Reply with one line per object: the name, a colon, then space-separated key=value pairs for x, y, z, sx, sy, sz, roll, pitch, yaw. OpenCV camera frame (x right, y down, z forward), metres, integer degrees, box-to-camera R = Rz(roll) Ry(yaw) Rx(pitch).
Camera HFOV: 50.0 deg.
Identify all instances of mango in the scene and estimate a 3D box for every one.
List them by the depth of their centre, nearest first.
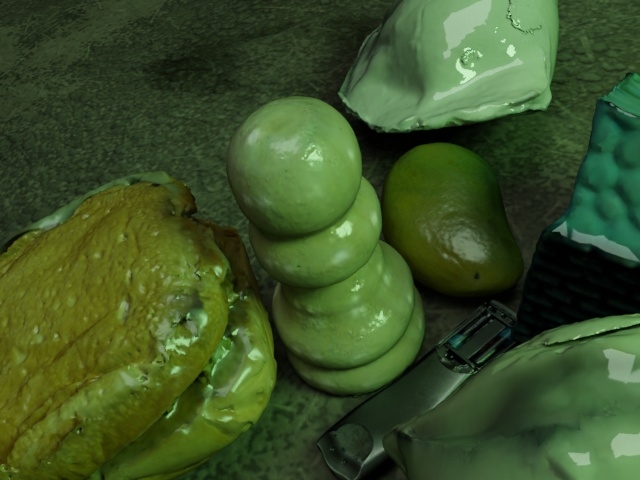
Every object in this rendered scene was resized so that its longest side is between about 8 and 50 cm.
mango: x=0.120 y=-0.023 z=0.671 sx=0.122 sy=0.085 sz=0.191 roll=-9 pitch=44 yaw=5

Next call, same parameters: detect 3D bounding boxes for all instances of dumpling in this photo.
dumpling: x=0.183 y=0.161 z=0.377 sx=0.318 sy=0.187 sz=0.243 roll=-20 pitch=82 yaw=29
dumpling: x=0.148 y=-0.240 z=0.817 sx=0.260 sy=0.181 sz=0.341 roll=-9 pitch=66 yaw=22

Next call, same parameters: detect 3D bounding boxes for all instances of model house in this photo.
model house: x=0.302 y=0.031 z=0.501 sx=0.261 sy=0.241 sz=0.226 roll=25 pitch=26 yaw=22

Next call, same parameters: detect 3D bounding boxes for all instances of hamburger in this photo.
hamburger: x=-0.192 y=0.084 z=0.608 sx=0.318 sy=0.158 sz=0.319 roll=-14 pitch=47 yaw=16

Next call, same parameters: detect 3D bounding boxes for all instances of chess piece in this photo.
chess piece: x=0.000 y=0.000 z=0.564 sx=0.142 sy=0.261 sz=0.143 roll=-11 pitch=44 yaw=11

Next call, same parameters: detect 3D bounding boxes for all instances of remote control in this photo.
remote control: x=0.091 y=0.124 z=0.577 sx=0.212 sy=0.028 sz=0.059 roll=-36 pitch=48 yaw=-17
